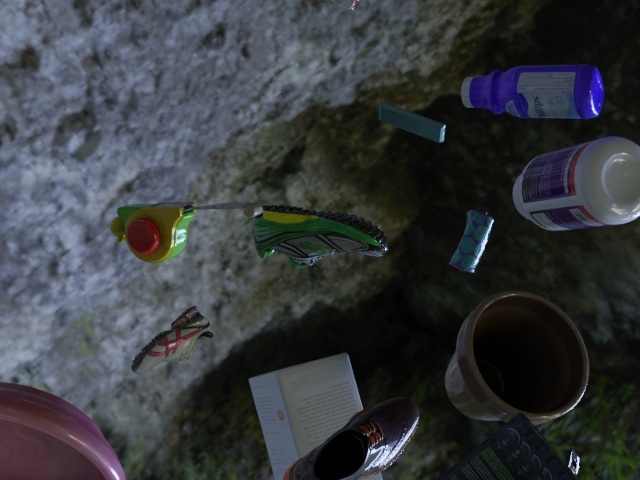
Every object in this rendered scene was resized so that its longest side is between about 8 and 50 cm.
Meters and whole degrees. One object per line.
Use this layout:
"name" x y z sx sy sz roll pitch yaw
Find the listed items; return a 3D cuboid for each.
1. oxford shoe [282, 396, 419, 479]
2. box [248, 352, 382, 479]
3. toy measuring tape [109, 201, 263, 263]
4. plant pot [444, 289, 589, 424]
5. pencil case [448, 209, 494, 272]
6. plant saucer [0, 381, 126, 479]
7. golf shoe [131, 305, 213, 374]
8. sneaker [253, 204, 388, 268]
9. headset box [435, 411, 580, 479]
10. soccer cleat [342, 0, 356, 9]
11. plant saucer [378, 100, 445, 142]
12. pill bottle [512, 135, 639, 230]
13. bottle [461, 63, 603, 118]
"oxford shoe" 0.069 0.315 1.363 0.097 0.271 0.098 52 -38 11
"box" -0.007 0.434 1.896 0.215 0.168 0.345 -29 -105 66
"toy measuring tape" -0.258 -0.014 1.681 0.330 0.121 0.121 0 -44 24
"plant pot" 0.363 0.257 1.780 0.263 0.263 0.229 46 -30 6
"pencil case" 0.367 0.001 2.163 0.070 0.151 0.064 25 11 30
"plant saucer" -0.428 0.306 1.227 0.332 0.084 0.332 3 -50 3
"golf shoe" -0.299 0.217 1.811 0.086 0.186 0.067 51 -25 -3
"sneaker" 0.000 0.000 2.190 0.343 0.134 0.146 8 -80 16
"headset box" 0.235 0.379 1.160 0.131 0.283 0.246 53 4 38
"soccer cleat" 0.033 -0.361 1.274 0.036 0.083 0.029 17 -46 -27
"plant saucer" 0.237 -0.311 2.349 0.192 0.018 0.067 24 -31 18
"pill bottle" 0.554 -0.115 1.929 0.181 0.181 0.323 51 -16 -10
"bottle" 0.436 -0.309 1.850 0.283 0.092 0.118 6 -23 30
